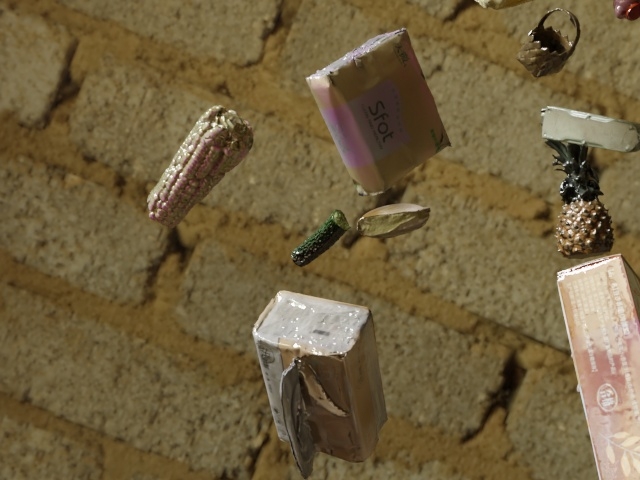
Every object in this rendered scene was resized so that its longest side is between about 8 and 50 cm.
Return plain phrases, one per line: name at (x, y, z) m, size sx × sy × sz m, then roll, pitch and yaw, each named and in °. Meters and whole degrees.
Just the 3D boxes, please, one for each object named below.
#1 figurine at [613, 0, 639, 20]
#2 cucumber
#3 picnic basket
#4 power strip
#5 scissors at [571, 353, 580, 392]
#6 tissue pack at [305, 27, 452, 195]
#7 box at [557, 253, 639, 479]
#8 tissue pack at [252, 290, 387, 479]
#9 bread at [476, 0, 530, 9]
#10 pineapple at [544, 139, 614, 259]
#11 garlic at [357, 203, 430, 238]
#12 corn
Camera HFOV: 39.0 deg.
figurine at (0.626, -0.480, 1.826) m, size 0.067 × 0.083 × 0.071 m, roll 49°, pitch -4°, yaw -39°
cucumber at (0.000, 0.001, 2.061) m, size 0.058 × 0.058 × 0.187 m, roll 21°, pitch -40°, yaw -24°
picnic basket at (0.624, -0.537, 2.431) m, size 0.138 × 0.178 × 0.128 m, roll -20°, pitch 64°, yaw -40°
power strip at (0.641, -0.260, 2.125) m, size 0.048 × 0.080 × 0.286 m, roll -6°, pitch 18°, yaw -38°
scissors at (0.644, 0.206, 1.926) m, size 0.317 × 0.160 × 0.024 m, roll -30°, pitch 26°, yaw -29°
tissue pack at (0.112, -0.246, 1.732) m, size 0.123 × 0.215 × 0.256 m, roll 7°, pitch -52°, yaw 59°
box at (0.541, 0.268, 1.511) m, size 0.122 × 0.385 × 0.344 m, roll -22°, pitch -36°, yaw 26°
tissue pack at (-0.013, 0.290, 1.747) m, size 0.239 × 0.305 × 0.238 m, roll -6°, pitch 36°, yaw 5°
bread at (0.488, -0.693, 1.941) m, size 0.394 × 0.250 × 0.361 m, roll -16°, pitch 32°, yaw 6°
pineapple at (0.701, -0.132, 2.445) m, size 0.166 × 0.364 × 0.165 m, roll -4°, pitch -12°, yaw -1°
garlic at (0.196, -0.051, 2.376) m, size 0.196 × 0.087 × 0.101 m, roll -9°, pitch 4°, yaw 8°
corn at (-0.269, -0.155, 1.966) m, size 0.127 × 0.335 × 0.126 m, roll 27°, pitch 40°, yaw -25°
